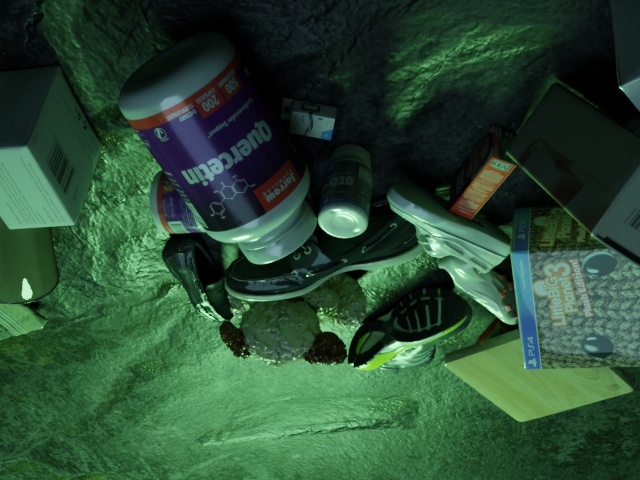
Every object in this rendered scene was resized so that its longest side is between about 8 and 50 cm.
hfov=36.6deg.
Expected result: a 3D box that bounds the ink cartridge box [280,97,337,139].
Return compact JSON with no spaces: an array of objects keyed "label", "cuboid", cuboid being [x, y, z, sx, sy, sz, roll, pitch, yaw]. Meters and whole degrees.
[{"label":"ink cartridge box","cuboid":[-0.020,-0.185,1.469,0.083,0.028,0.048,11,141,0]}]

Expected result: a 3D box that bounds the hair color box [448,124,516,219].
[{"label":"hair color box","cuboid":[0.247,-0.103,1.481,0.043,0.072,0.141,20,139,-12]}]

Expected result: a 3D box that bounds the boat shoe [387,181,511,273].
[{"label":"boat shoe","cuboid":[0.200,-0.010,1.557,0.258,0.095,0.084,25,114,-27]}]

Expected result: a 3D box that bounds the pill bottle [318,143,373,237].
[{"label":"pill bottle","cuboid":[0.041,-0.079,1.501,0.078,0.137,0.078,5,142,4]}]

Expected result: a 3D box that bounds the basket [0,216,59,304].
[{"label":"basket","cuboid":[-0.558,-0.018,1.700,0.204,0.154,0.227,16,138,-4]}]

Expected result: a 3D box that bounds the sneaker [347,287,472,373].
[{"label":"sneaker","cuboid":[0.185,0.178,1.836,0.121,0.111,0.300,22,147,-30]}]

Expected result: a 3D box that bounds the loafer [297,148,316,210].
[{"label":"loafer","cuboid":[-0.040,-0.073,1.586,0.062,0.061,0.170,3,142,7]}]

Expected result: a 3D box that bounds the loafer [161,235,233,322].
[{"label":"loafer","cuboid":[-0.212,0.077,1.797,0.078,0.076,0.223,-4,137,29]}]

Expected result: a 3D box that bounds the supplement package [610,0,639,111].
[{"label":"supplement package","cuboid":[0.524,-0.250,1.155,0.293,0.175,0.177,-24,132,36]}]

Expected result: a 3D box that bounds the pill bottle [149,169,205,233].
[{"label":"pill bottle","cuboid":[-0.171,-0.068,1.583,0.193,0.108,0.108,-3,140,14]}]

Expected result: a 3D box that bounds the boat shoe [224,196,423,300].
[{"label":"boat shoe","cuboid":[0.001,0.003,1.581,0.340,0.127,0.113,-11,133,-1]}]

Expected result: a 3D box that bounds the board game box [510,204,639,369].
[{"label":"board game box","cuboid":[0.462,0.070,1.541,0.291,0.141,0.232,-4,119,17]}]

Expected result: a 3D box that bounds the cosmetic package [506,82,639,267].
[{"label":"cosmetic package","cuboid":[0.382,-0.084,1.279,0.153,0.296,0.129,28,107,-20]}]

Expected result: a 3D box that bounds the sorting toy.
[{"label":"sorting toy","cuboid":[0.414,0.224,1.839,0.255,0.089,0.257,-26,130,36]}]

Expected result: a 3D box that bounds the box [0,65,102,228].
[{"label":"box","cuboid":[-0.442,-0.141,1.490,0.119,0.182,0.181,-3,140,12]}]

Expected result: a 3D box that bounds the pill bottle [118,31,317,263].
[{"label":"pill bottle","cuboid":[-0.135,-0.125,1.397,0.181,0.181,0.323,-17,121,29]}]

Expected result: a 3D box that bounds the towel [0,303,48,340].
[{"label":"towel","cuboid":[-0.773,0.111,1.991,0.312,0.056,0.324,-18,132,26]}]

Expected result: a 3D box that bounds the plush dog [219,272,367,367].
[{"label":"plush dog","cuboid":[-0.056,0.120,1.697,0.262,0.225,0.210,4,141,8]}]

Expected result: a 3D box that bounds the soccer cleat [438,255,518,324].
[{"label":"soccer cleat","cuboid":[0.287,0.081,1.713,0.076,0.068,0.196,-19,127,39]}]
